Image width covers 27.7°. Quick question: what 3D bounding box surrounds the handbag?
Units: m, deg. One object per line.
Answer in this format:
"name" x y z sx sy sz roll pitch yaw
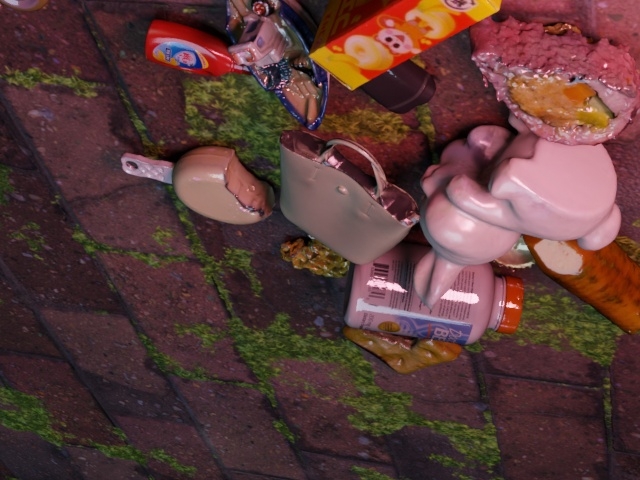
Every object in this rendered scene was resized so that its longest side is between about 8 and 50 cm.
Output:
"handbag" 0.033 -0.070 1.974 0.241 0.109 0.315 32 169 3

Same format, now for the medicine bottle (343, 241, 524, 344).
"medicine bottle" 0.190 0.089 2.184 0.288 0.157 0.157 9 149 -3

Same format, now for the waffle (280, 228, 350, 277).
"waffle" -0.001 0.003 2.266 0.149 0.051 0.194 12 149 6

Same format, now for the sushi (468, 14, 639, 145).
"sushi" 0.303 -0.208 1.726 0.241 0.108 0.161 10 146 1

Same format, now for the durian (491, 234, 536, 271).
"durian" 0.314 0.015 2.126 0.130 0.052 0.066 8 145 16

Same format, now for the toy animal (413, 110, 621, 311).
"toy animal" 0.263 -0.037 1.921 0.241 0.196 0.367 41 140 -20

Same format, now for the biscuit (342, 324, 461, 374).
"biscuit" 0.159 0.196 2.501 0.174 0.039 0.183 39 143 -27

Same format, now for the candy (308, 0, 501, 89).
"candy" 0.114 -0.307 1.637 0.088 0.146 0.276 35 143 -27

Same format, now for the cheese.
"cheese" -0.209 -0.093 2.199 0.248 0.071 0.163 1 144 24

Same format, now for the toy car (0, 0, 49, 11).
"toy car" -0.327 -0.441 1.553 0.336 0.242 0.226 -8 143 34

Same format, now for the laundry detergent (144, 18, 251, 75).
"laundry detergent" -0.176 -0.274 1.923 0.165 0.049 0.097 16 156 0

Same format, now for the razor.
"razor" 0.089 -0.240 1.838 0.148 0.054 0.090 36 141 -28

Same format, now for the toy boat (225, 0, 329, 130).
"toy boat" -0.063 -0.258 1.826 0.114 0.115 0.262 -5 142 33

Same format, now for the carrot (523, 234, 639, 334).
"carrot" 0.444 0.053 2.067 0.302 0.114 0.114 36 144 -29
